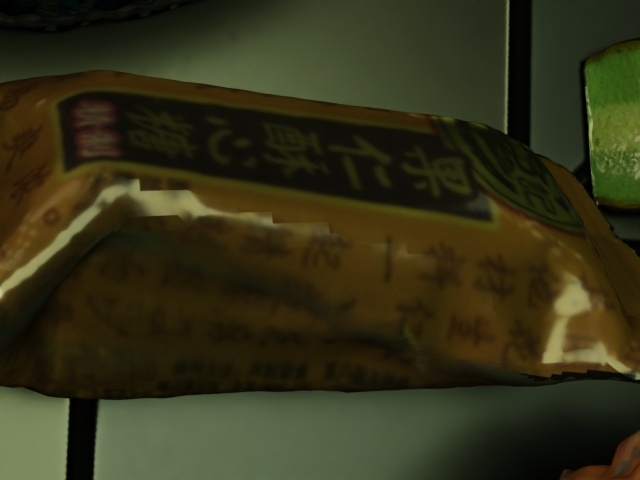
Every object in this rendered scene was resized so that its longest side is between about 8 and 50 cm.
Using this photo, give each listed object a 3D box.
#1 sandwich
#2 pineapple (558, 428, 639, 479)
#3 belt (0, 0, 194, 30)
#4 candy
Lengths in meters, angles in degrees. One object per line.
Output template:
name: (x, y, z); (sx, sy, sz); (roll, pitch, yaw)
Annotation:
sandwich: (0.179, -0.047, 0.689); (0.116, 0.074, 0.074); (5, 80, -48)
pineapple: (0.264, 0.149, 0.600); (0.357, 0.223, 0.222); (-9, 86, -25)
belt: (-0.059, -0.189, 0.557); (0.295, 0.160, 0.206); (-7, 86, -16)
candy: (0.000, 0.000, 0.580); (0.271, 0.101, 0.143); (3, 40, -16)
